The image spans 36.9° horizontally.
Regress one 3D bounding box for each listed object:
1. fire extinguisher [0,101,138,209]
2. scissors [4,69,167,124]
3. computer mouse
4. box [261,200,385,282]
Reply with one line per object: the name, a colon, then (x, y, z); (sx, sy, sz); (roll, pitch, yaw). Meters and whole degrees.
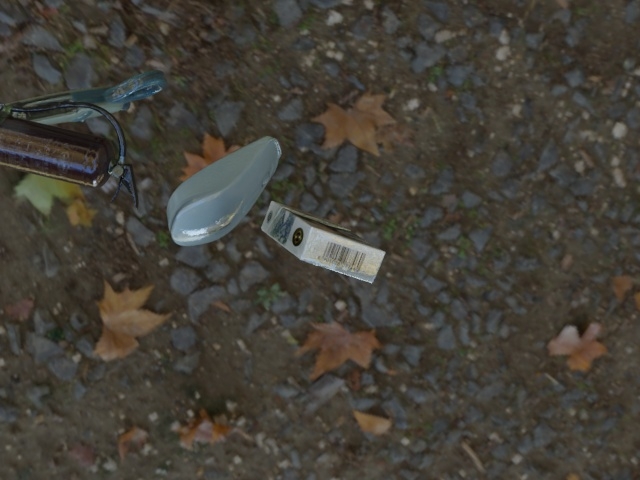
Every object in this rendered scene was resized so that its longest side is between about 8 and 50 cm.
fire extinguisher: (-0.220, -0.080, 0.784); (0.157, 0.045, 0.078); (14, 109, 2)
scissors: (-0.315, -0.178, 1.257); (0.138, 0.289, 0.041); (-21, 95, 28)
computer mouse: (-0.140, -0.069, 1.482); (0.231, 0.079, 0.128); (-37, 160, -26)
box: (0.000, 0.000, 0.615); (0.054, 0.083, 0.024); (17, 97, -23)
